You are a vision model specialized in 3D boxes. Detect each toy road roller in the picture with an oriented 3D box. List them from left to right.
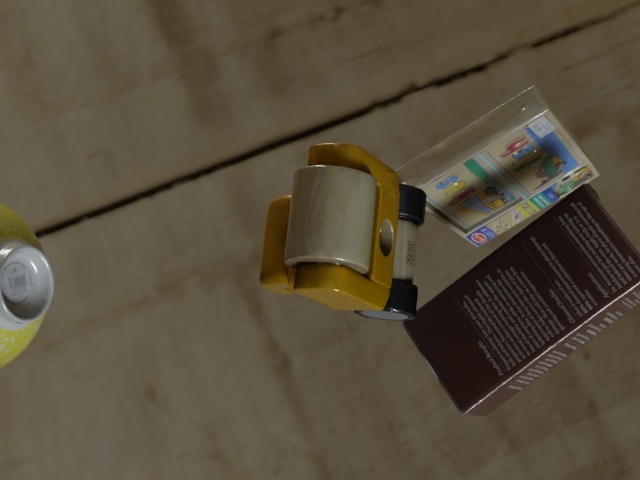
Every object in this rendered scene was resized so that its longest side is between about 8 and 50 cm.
[{"bbox_3d":[0.000,0.000,1.748,0.329,0.241,0.202,31,62,-62],"label":"toy road roller"}]

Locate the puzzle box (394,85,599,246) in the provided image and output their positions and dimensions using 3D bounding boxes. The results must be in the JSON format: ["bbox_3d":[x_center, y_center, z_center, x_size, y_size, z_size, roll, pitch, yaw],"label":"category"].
[{"bbox_3d":[0.315,-0.115,2.092,0.409,0.272,0.052,26,36,-62],"label":"puzzle box"}]

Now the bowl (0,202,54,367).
[{"bbox_3d":[-0.494,0.067,1.801,0.289,0.156,0.289,7,82,-60],"label":"bowl"}]

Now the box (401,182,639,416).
[{"bbox_3d":[0.346,0.104,1.972,0.191,0.381,0.143,57,13,22],"label":"box"}]
